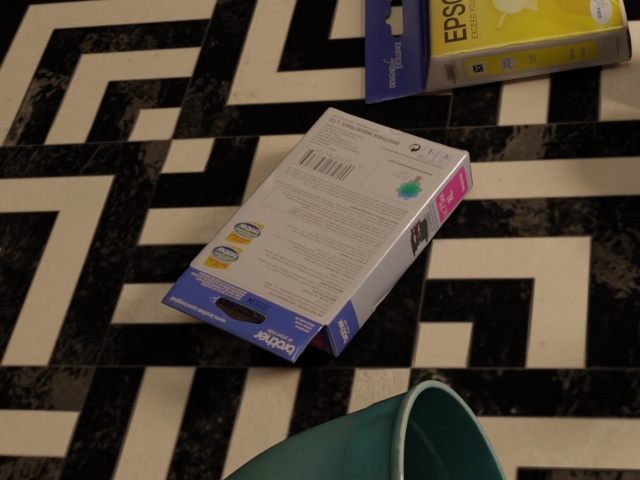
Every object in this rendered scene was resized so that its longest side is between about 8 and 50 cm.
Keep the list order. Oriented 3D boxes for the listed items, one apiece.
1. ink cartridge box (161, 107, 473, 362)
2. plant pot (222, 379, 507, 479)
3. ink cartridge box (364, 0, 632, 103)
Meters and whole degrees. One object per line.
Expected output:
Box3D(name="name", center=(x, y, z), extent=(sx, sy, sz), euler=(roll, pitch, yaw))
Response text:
Box3D(name="ink cartridge box", center=(0.000, 0.000, 1.455), extent=(0.185, 0.065, 0.311), euler=(22, 55, 32))
Box3D(name="plant pot", center=(0.006, 0.273, 1.083), extent=(0.255, 0.272, 0.272), euler=(-19, 44, 21))
Box3D(name="ink cartridge box", center=(0.199, -0.306, 1.675), extent=(0.307, 0.072, 0.304), euler=(-6, 47, 8))
